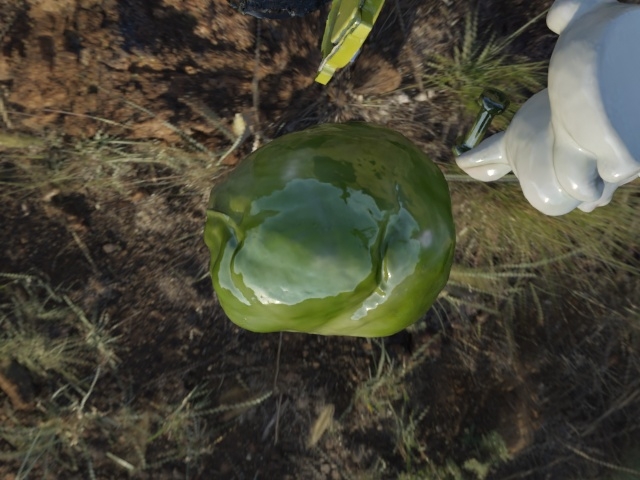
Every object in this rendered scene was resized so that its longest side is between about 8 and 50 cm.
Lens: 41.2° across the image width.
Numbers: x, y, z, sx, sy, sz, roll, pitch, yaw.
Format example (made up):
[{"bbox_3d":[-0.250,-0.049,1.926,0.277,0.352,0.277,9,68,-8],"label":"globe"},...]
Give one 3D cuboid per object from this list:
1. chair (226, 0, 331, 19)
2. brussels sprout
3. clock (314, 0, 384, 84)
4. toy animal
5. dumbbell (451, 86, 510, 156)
[{"bbox_3d":[-0.042,-0.370,0.991,0.174,0.149,0.213,-1,107,13],"label":"chair"},{"bbox_3d":[0.012,-0.004,0.939,0.273,0.316,0.243,-20,90,-3],"label":"brussels sprout"},{"bbox_3d":[0.085,-0.458,1.634,0.071,0.277,0.294,20,74,-15],"label":"clock"},{"bbox_3d":[0.324,-0.160,1.107,0.196,0.367,0.241,-20,78,-17],"label":"toy animal"},{"bbox_3d":[0.239,-0.172,1.273,0.046,0.052,0.118,34,135,10],"label":"dumbbell"}]
